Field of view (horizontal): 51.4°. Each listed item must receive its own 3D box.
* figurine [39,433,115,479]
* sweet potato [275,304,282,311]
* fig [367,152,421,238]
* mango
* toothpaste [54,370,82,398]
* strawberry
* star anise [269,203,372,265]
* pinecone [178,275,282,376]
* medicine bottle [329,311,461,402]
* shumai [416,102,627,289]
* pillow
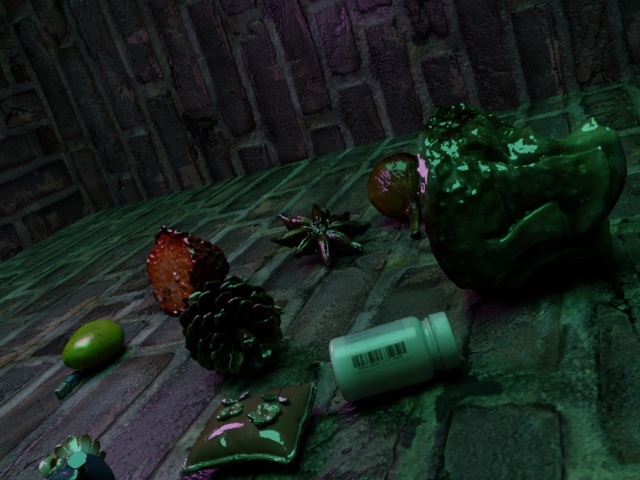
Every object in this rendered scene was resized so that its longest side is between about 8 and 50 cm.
[{"bbox_3d":[-0.361,0.349,0.985,0.102,0.111,0.195,-44,23,-12],"label":"figurine"},{"bbox_3d":[-0.178,0.141,1.535,0.226,0.068,0.068,-5,22,38],"label":"sweet potato"},{"bbox_3d":[0.237,-0.096,1.784,0.191,0.190,0.290,-19,57,-2],"label":"fig"},{"bbox_3d":[-0.519,0.243,1.537,0.117,0.089,0.163,-4,21,4],"label":"mango"},{"bbox_3d":[-0.550,0.315,1.454,0.017,0.020,0.083,-12,17,14],"label":"toothpaste"},{"bbox_3d":[-0.335,0.072,1.735,0.234,0.233,0.178,-2,0,44],"label":"strawberry"},{"bbox_3d":[0.000,0.000,1.750,0.272,0.102,0.272,-1,37,1],"label":"star anise"},{"bbox_3d":[-0.156,0.166,1.246,0.212,0.168,0.185,21,71,48],"label":"pinecone"},{"bbox_3d":[0.114,0.178,1.029,0.187,0.102,0.103,-18,16,5],"label":"medicine bottle"},{"bbox_3d":[0.370,-0.098,1.207,0.348,0.395,0.395,-12,18,28],"label":"shumai"},{"bbox_3d":[-0.104,0.276,0.998,0.179,0.075,0.171,-15,17,17],"label":"pillow"}]
